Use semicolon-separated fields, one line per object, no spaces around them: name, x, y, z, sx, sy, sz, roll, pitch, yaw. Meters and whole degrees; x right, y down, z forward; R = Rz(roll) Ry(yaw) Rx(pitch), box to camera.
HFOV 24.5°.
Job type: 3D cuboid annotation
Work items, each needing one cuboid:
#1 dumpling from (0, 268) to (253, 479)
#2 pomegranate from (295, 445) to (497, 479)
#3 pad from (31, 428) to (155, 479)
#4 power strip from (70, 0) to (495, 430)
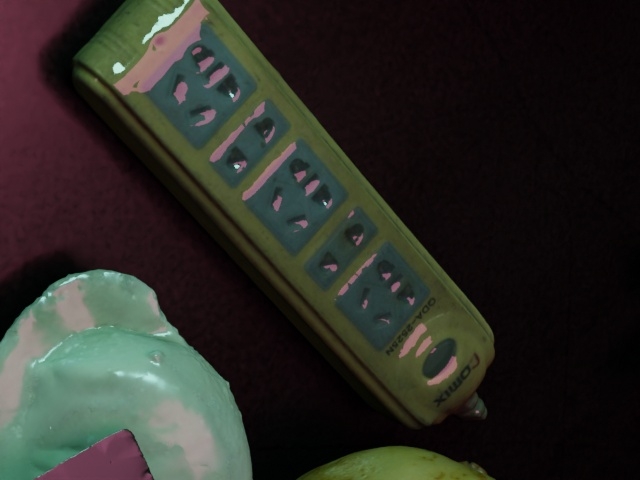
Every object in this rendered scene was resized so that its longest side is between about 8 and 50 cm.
dumpling;-0.115;0.123;0.846;0.153;0.108;0.219;-16;97;9
pomegranate;0.053;0.230;0.914;0.215;0.215;0.215;-8;105;-33
pad;-0.182;0.224;0.754;0.265;0.009;0.159;-28;108;-22
power strip;0.000;0.000;0.906;0.092;0.066;0.387;-50;123;-12
